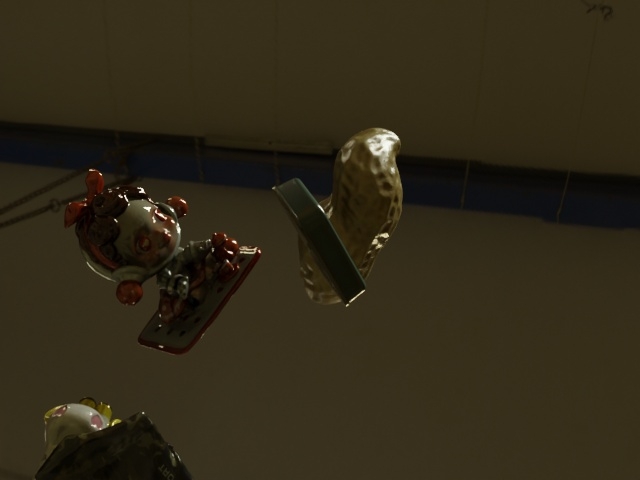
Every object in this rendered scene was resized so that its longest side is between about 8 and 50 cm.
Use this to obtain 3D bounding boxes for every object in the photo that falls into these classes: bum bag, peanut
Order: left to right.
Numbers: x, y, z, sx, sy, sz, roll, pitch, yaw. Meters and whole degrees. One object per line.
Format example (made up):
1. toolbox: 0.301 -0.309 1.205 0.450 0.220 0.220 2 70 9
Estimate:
1. bum bag: -0.153 0.259 0.754 0.102 0.069 0.248 -34 -62 -2
2. peanut: 0.042 -0.031 1.030 0.110 0.197 0.233 30 -72 3

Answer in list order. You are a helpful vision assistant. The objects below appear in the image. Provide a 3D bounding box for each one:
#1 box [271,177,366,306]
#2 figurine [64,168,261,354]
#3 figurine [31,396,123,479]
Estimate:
1. box: 0.000 0.000 0.794 0.031 0.091 0.126 -32 -55 -3
2. figurine: -0.234 0.005 1.051 0.226 0.183 0.160 48 -26 -26
3. figurine: -0.293 0.256 0.940 0.109 0.178 0.129 25 -99 -7
